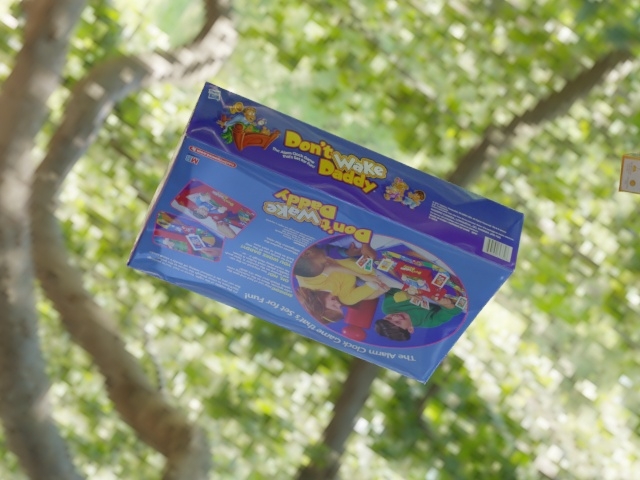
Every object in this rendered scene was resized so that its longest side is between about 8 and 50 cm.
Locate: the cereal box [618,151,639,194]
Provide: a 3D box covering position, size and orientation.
[{"bbox_3d":[0.469,-0.062,1.887,0.173,0.240,0.047,-10,108,-59],"label":"cereal box"}]

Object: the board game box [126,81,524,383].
[{"bbox_3d":[0.000,0.000,1.766,0.233,0.347,0.078,122,-12,-50],"label":"board game box"}]
